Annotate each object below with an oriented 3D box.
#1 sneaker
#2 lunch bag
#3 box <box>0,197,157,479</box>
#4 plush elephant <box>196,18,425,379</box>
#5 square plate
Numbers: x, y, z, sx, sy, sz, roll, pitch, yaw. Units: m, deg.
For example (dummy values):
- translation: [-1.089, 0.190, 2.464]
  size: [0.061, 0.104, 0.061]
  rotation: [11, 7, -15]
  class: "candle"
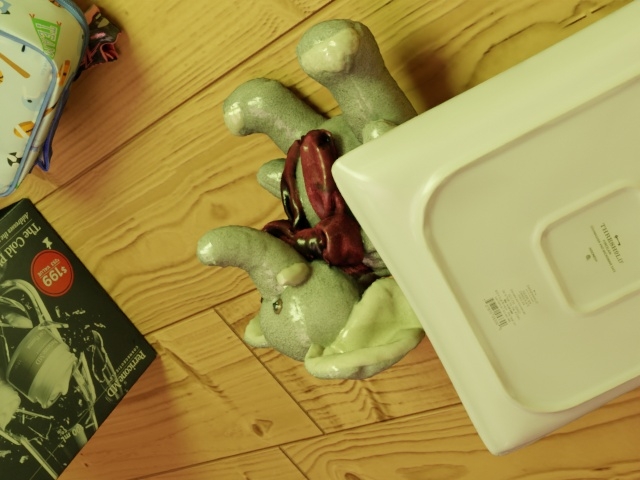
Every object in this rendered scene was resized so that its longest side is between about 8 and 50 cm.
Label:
- translation: [-0.262, -0.214, 1.205]
  size: [0.057, 0.047, 0.119]
  rotation: [31, 142, -11]
  class: "sneaker"
- translation: [-0.395, -0.184, 1.180]
  size: [0.243, 0.115, 0.303]
  rotation: [26, 141, -13]
  class: "lunch bag"
- translation: [-0.460, 0.174, 1.475]
  size: [0.179, 0.343, 0.312]
  rotation: [-17, 117, 43]
  class: "box"
- translation: [0.000, 0.000, 1.030]
  size: [0.330, 0.255, 0.272]
  rotation: [45, 157, -20]
  class: "plush elephant"
- translation: [0.237, 0.002, 0.899]
  size: [0.344, 0.049, 0.347]
  rotation: [-28, 114, 7]
  class: "square plate"
